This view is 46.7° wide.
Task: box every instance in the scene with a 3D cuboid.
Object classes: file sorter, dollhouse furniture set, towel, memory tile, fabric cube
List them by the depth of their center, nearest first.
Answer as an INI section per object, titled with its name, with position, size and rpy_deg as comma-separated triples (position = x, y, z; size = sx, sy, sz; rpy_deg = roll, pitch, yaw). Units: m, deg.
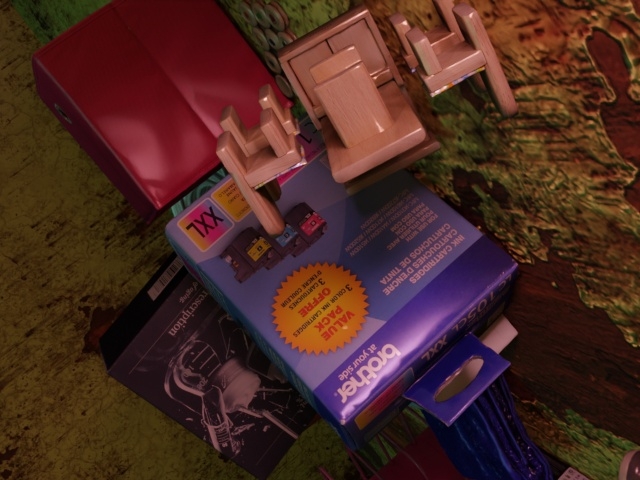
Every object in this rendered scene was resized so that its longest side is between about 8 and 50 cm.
[dollhouse furniture set]
position = 0.045, -0.097, 0.657
size = 0.161, 0.212, 0.242
rpy_deg = 59, -170, -25
[memory tile]
position = -0.051, -0.242, 0.955
size = 0.113, 0.012, 0.148
rpy_deg = 31, 157, 52
[fabric cube]
position = -0.237, -0.206, 1.111
size = 0.258, 0.259, 0.254
rpy_deg = 52, 164, -8
[towel]
position = 0.238, 0.292, 1.197
size = 0.228, 0.076, 0.308
rpy_deg = 65, 167, 9
[file sorter]
position = 0.174, 0.451, 1.467
size = 0.202, 0.290, 0.182
rpy_deg = 31, 153, 52

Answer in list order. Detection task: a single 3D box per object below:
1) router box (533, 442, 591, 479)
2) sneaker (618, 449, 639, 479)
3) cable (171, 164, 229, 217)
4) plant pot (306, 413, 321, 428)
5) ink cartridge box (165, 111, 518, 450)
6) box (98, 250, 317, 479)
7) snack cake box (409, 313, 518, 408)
[router box]
position = 0.385, 0.401, 1.184
size = 0.133, 0.046, 0.179
rpy_deg = 58, 164, -28
[sneaker]
position = 0.436, 0.331, 0.837
size = 0.222, 0.083, 0.118
rpy_deg = 58, 146, -4
[cable]
position = -0.176, -0.065, 1.376
size = 0.257, 0.089, 0.257
rpy_deg = 54, 140, -3
[plant pot]
position = -0.008, 0.223, 1.483
size = 0.272, 0.265, 0.272
rpy_deg = 46, 165, 16
[ink cartridge box]
position = 0.043, 0.054, 0.893
size = 0.395, 0.270, 0.151
rpy_deg = 44, 167, 24
[box]
position = -0.120, 0.142, 1.199
size = 0.312, 0.343, 0.179
rpy_deg = 41, 172, -21
[snack cake box]
position = 0.150, 0.155, 1.062
size = 0.089, 0.152, 0.264
rpy_deg = 50, 165, -1
